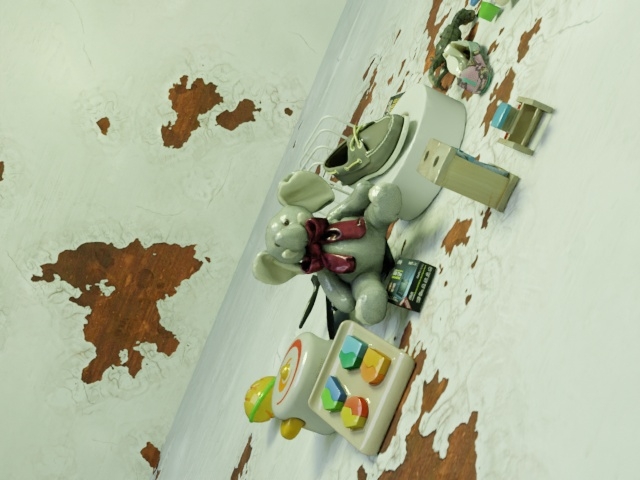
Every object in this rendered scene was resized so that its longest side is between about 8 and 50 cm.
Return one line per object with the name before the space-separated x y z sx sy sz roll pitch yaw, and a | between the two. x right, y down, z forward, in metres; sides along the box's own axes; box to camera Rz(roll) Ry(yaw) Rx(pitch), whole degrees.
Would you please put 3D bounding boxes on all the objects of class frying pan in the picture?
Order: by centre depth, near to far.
frying pan | 0.012 0.065 2.026 0.326 0.053 0.197 -63 -5 0

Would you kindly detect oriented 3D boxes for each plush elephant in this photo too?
plush elephant | 0.000 0.000 1.614 0.330 0.255 0.272 -144 63 -82

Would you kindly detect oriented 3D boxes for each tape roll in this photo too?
tape roll | 0.195 -0.189 1.709 0.286 0.100 0.286 -158 90 -77

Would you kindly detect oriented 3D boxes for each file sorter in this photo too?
file sorter | 0.032 -0.177 2.177 0.193 0.173 0.278 -53 19 46

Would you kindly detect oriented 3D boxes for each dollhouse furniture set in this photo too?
dollhouse furniture set | 0.266 -0.165 1.321 0.129 0.129 0.184 -118 51 -73

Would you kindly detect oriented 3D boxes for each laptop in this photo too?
laptop | 0.085 0.126 1.823 0.264 0.136 0.234 -38 21 11

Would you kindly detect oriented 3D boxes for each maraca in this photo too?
maraca | -0.134 0.401 2.071 0.185 0.099 0.127 -45 -16 -52

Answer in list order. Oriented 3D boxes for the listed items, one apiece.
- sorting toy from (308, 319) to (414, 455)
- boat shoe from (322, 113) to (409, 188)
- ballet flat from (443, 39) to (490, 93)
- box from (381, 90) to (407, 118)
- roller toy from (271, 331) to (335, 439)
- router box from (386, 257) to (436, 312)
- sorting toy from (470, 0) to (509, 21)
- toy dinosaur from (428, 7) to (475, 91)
sorting toy | 0.065 0.263 1.459 0.208 0.038 0.193 25 93 54
boat shoe | 0.094 -0.194 1.695 0.305 0.091 0.109 -38 32 65
ballet flat | 0.296 -0.370 1.649 0.221 0.079 0.077 -88 23 -57
box | 0.181 -0.249 1.957 0.183 0.056 0.231 -161 93 -77
roller toy | -0.017 0.296 1.654 0.191 0.146 0.209 -91 26 -61
router box | 0.167 0.083 1.510 0.092 0.038 0.122 -68 13 -4
sorting toy | 0.417 -0.594 1.612 0.348 0.047 0.196 126 157 -47
toy dinosaur | 0.276 -0.410 1.784 0.118 0.064 0.268 102 -169 -60
